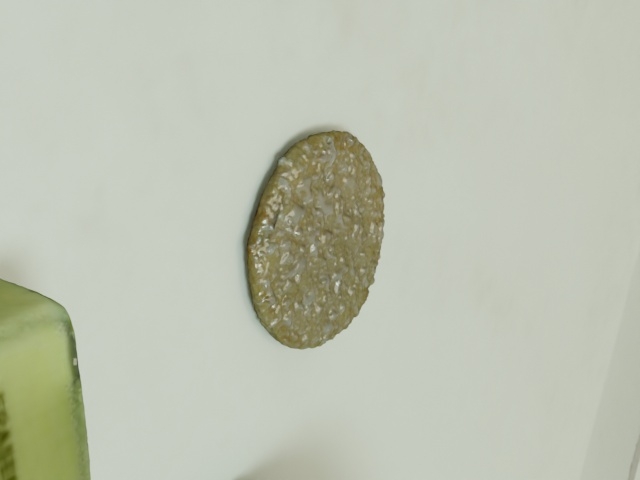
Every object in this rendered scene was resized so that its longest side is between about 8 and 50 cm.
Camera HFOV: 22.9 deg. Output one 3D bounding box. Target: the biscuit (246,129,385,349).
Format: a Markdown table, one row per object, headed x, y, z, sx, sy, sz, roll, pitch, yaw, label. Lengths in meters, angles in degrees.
| x | y | z | sx | sy | sz | roll | pitch | yaw | label |
| --- | --- | --- | --- | --- | --- | --- | --- | --- | --- |
| 0.000 | 0.000 | 0.831 | 0.120 | 0.015 | 0.120 | -23 | 119 | -50 | biscuit |

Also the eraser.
| x | y | z | sx | sy | sz | roll | pitch | yaw | label |
| --- | --- | --- | --- | --- | --- | --- | --- | --- | --- |
| -0.165 | 0.096 | 0.595 | 0.172 | 0.058 | 0.117 | -28 | 123 | -48 | eraser |
